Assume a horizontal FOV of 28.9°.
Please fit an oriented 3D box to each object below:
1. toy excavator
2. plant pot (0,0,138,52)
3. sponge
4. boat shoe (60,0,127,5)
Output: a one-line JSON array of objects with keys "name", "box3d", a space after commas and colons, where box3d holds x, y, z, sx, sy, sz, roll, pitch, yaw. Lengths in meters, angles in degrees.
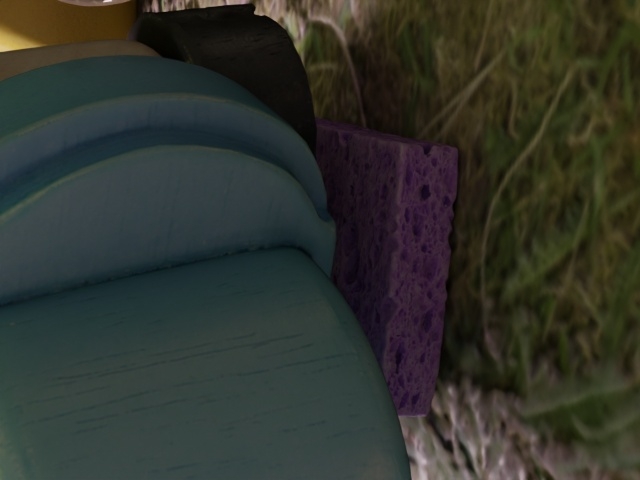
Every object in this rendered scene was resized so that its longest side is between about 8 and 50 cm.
[{"name": "toy excavator", "box3d": [-0.056, 0.170, 0.489, 0.445, 0.222, 0.432, 46, 138, 45]}, {"name": "plant pot", "box3d": [-0.281, -0.226, 0.961, 0.212, 0.187, 0.212, 0, 88, 28]}, {"name": "sponge", "box3d": [0.000, 0.000, 0.608, 0.210, 0.031, 0.117, -157, 70, -64]}, {"name": "boat shoe", "box3d": [-0.104, -0.262, 0.789, 0.307, 0.111, 0.104, -35, 53, 50]}]
